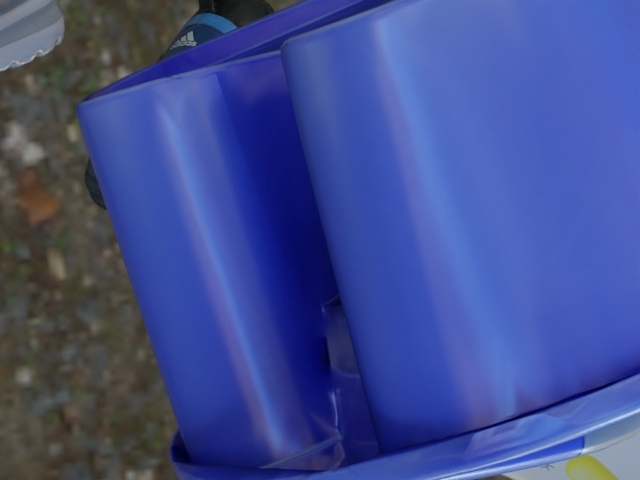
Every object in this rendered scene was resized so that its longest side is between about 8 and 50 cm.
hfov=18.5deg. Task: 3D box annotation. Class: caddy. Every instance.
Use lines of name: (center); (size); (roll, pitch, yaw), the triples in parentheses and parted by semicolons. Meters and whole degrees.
caddy: (0.086, -0.020, 0.674); (0.341, 0.241, 0.179); (-28, 102, -38)

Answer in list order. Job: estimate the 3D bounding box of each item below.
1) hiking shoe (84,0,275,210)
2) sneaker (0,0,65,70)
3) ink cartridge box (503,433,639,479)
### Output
hiking shoe: (0.000, 0.000, 1.039); (0.304, 0.113, 0.132); (57, 49, -46)
sneaker: (-0.207, -0.116, 0.878); (0.281, 0.105, 0.115); (-51, 140, -66)
ink cartridge box: (0.267, 0.043, 1.194); (0.160, 0.384, 0.279); (-80, -165, -62)
